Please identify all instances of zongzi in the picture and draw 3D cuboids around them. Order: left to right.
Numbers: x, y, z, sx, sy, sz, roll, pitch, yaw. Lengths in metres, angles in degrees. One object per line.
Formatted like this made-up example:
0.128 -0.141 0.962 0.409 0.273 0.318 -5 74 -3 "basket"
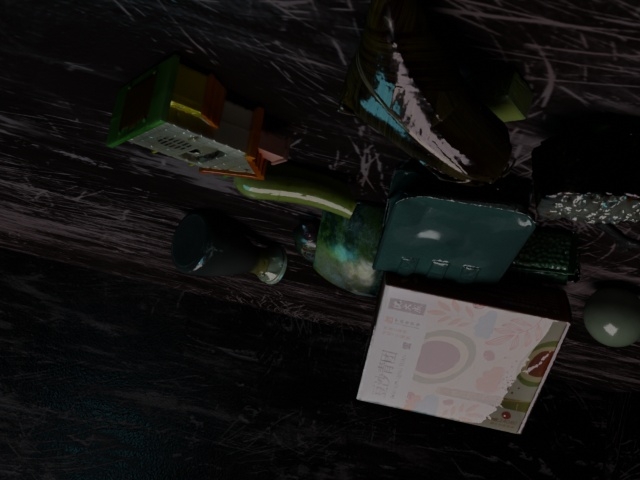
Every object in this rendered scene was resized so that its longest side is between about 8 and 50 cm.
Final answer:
0.143 -0.175 0.762 0.247 0.111 0.241 37 161 7 "zongzi"

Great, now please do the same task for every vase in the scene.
-0.245 0.039 1.870 0.173 0.173 0.321 -2 164 42 "vase"

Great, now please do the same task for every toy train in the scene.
0.425 0.035 1.441 0.269 0.115 0.154 7 156 19 "toy train"

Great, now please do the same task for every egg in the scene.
0.746 0.193 1.683 0.149 0.150 0.192 0 161 37 "egg"

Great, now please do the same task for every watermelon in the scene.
0.143 0.009 1.522 0.305 0.224 0.180 10 -151 -3 "watermelon"

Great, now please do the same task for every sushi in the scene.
0.412 -0.094 0.931 0.224 0.127 0.124 1 162 10 "sushi"

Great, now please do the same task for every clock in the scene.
-0.194 -0.187 1.120 0.255 0.106 0.219 17 166 -37 "clock"

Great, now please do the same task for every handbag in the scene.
0.246 -0.026 1.267 0.268 0.100 0.274 7 146 2 "handbag"

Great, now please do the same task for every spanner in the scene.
0.559 -0.023 1.296 0.254 0.015 0.054 24 158 -40 "spanner"

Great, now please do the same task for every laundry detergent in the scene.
0.000 0.000 1.696 0.144 0.078 0.222 7 162 9 "laundry detergent"

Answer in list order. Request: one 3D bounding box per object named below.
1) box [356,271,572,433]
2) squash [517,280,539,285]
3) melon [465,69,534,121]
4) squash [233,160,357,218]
0.300 0.233 1.459 0.385 0.122 0.345 11 124 3 "box"
0.429 0.163 1.613 0.165 0.252 0.252 8 165 0 "squash"
0.218 -0.171 0.927 0.117 0.064 0.209 17 162 -17 "melon"
-0.051 -0.106 1.319 0.250 0.083 0.083 13 165 -5 "squash"
